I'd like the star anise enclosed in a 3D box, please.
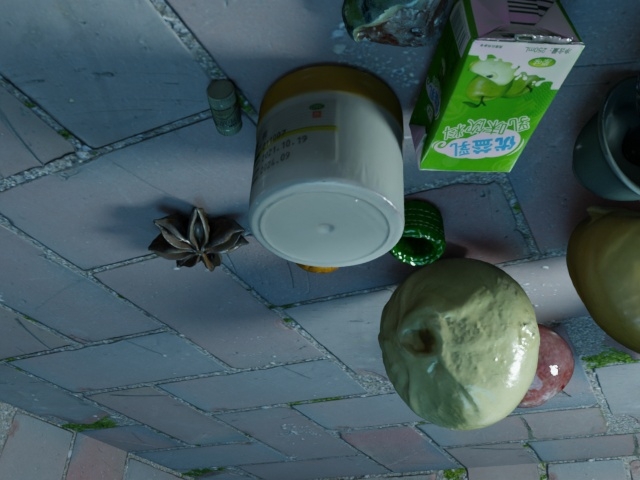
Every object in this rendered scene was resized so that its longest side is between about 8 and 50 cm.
[{"bbox_3d":[-0.262,-0.004,1.377,0.197,0.073,0.212,24,139,-35],"label":"star anise"}]

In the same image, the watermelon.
[{"bbox_3d":[0.125,-0.306,0.882,0.187,0.071,0.139,-23,143,34],"label":"watermelon"}]

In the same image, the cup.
[{"bbox_3d":[0.473,-0.135,1.039,0.199,0.199,0.150,12,164,-13],"label":"cup"}]

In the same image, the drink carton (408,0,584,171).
[{"bbox_3d":[0.241,-0.220,0.950,0.161,0.108,0.271,1,147,-10],"label":"drink carton"}]

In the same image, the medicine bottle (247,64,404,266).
[{"bbox_3d":[0.011,-0.110,1.040,0.238,0.231,0.238,3,147,2],"label":"medicine bottle"}]

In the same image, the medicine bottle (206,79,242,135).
[{"bbox_3d":[-0.154,-0.212,1.067,0.047,0.047,0.083,1,147,4],"label":"medicine bottle"}]

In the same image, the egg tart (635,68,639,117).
[{"bbox_3d":[0.504,-0.213,0.906,0.094,0.234,0.234,34,170,41],"label":"egg tart"}]

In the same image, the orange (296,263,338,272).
[{"bbox_3d":[-0.002,0.000,1.320,0.136,0.117,0.135,-15,120,-27],"label":"orange"}]

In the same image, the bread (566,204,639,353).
[{"bbox_3d":[0.615,0.078,1.173,0.348,0.252,0.376,9,-175,12],"label":"bread"}]

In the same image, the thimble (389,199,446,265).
[{"bbox_3d":[0.183,-0.015,1.305,0.130,0.090,0.118,14,143,-18],"label":"thimble"}]

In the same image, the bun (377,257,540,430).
[{"bbox_3d":[0.260,0.211,1.387,0.202,0.364,0.364,6,153,-43],"label":"bun"}]

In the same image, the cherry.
[{"bbox_3d":[0.512,0.310,1.675,0.286,0.213,0.236,32,122,-2],"label":"cherry"}]
